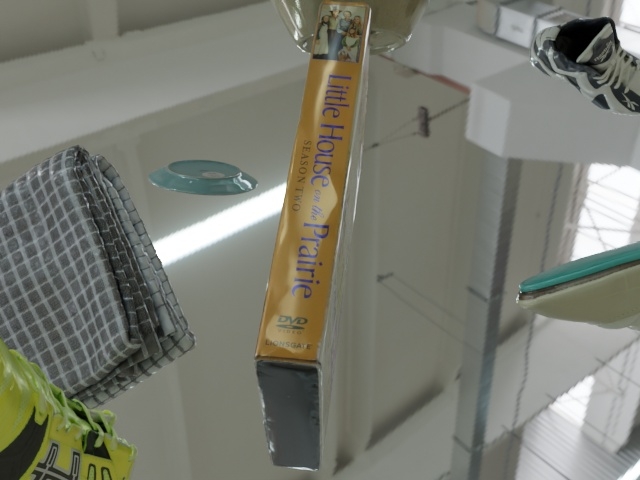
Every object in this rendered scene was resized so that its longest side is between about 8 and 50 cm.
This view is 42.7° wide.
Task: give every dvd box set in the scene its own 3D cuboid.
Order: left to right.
[{"bbox_3d":[0.000,0.000,0.889,0.308,0.062,0.421,90,-173,-59],"label":"dvd box set"}]

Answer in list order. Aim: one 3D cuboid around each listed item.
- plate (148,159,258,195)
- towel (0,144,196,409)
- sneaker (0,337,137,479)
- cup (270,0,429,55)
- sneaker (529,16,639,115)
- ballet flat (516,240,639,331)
[{"bbox_3d":[-0.200,-0.113,1.407,0.188,0.188,0.024,-10,-67,-40],"label":"plate"},{"bbox_3d":[-0.313,0.061,0.962,0.235,0.284,0.121,-30,-16,12],"label":"towel"},{"bbox_3d":[-0.249,0.173,0.710,0.147,0.145,0.385,-26,-42,-22],"label":"sneaker"},{"bbox_3d":[0.046,-0.411,1.230,0.331,0.331,0.237,-1,-92,-44],"label":"cup"},{"bbox_3d":[0.434,-0.264,1.231,0.094,0.235,0.153,-58,-7,5],"label":"sneaker"},{"bbox_3d":[0.265,0.022,0.594,0.248,0.086,0.086,-23,-47,-8],"label":"ballet flat"}]
